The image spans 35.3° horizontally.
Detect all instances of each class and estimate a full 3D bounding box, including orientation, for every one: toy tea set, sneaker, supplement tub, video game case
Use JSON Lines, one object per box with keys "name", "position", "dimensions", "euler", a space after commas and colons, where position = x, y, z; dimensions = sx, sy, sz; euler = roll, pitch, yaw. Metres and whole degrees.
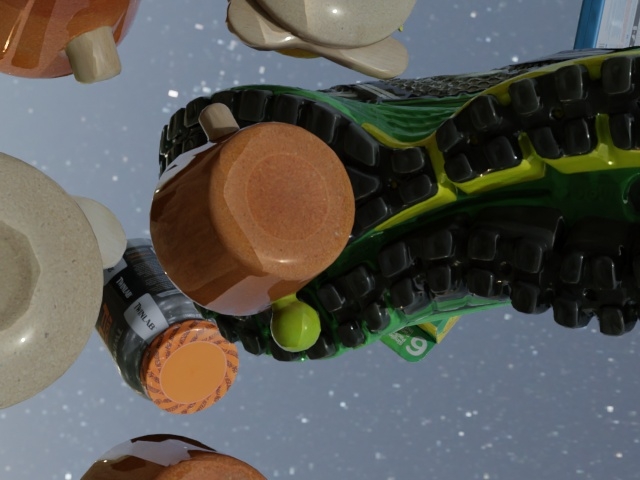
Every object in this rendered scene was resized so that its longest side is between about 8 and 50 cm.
{"name": "toy tea set", "position": [-0.083, -0.015, 0.396], "dimensions": [0.124, 0.200, 0.336], "euler": [-24, -127, 61]}
{"name": "sneaker", "position": [0.061, -0.019, 0.487], "dimensions": [0.343, 0.146, 0.134], "euler": [1, -77, 34]}
{"name": "supplement tub", "position": [-0.158, 0.083, 0.992], "dimensions": [0.190, 0.117, 0.117], "euler": [40, -64, 54]}
{"name": "video game case", "position": [0.208, -0.146, 0.651], "dimensions": [0.015, 0.166, 0.119], "euler": [18, -72, 35]}

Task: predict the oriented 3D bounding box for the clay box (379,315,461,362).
{"name": "clay box", "position": [0.111, -0.004, 0.958], "dimensions": [0.127, 0.053, 0.222], "euler": [36, -106, 19]}
